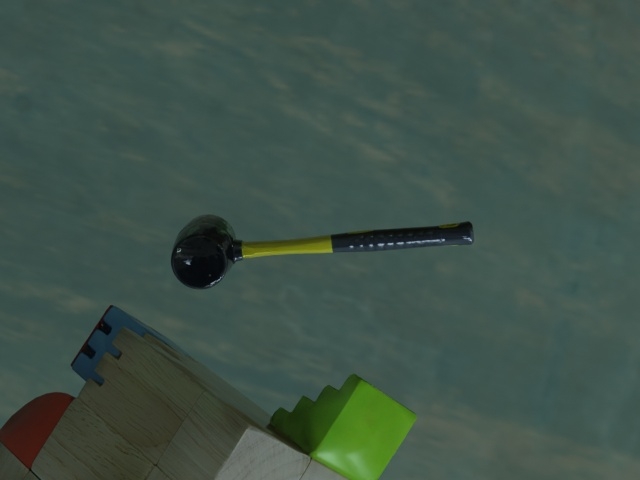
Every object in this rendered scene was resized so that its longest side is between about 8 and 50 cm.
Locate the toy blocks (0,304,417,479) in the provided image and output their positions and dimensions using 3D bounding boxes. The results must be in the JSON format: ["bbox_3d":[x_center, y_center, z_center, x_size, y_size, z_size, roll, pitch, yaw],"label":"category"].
[{"bbox_3d":[-0.148,0.193,1.092,0.191,0.261,0.381,34,88,-37],"label":"toy blocks"}]

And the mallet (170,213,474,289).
[{"bbox_3d":[0.000,0.000,1.219,0.190,0.062,0.039,-6,104,-4],"label":"mallet"}]
